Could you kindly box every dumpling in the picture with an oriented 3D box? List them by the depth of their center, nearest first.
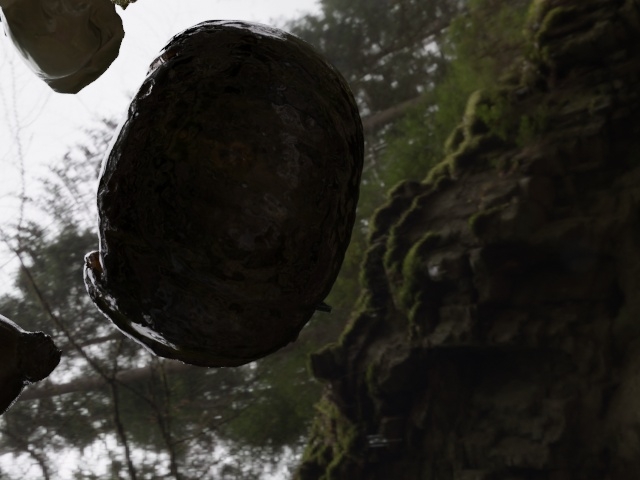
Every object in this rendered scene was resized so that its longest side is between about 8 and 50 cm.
[{"bbox_3d":[-0.418,-0.353,1.375,0.131,0.179,0.252,63,179,38],"label":"dumpling"}]

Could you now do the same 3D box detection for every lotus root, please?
[{"bbox_3d":[-0.350,0.122,0.794,0.209,0.120,0.120,-9,-99,-9],"label":"lotus root"}]

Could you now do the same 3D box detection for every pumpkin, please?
[{"bbox_3d":[-0.035,-0.041,0.396,0.118,0.108,0.184,22,-137,-17],"label":"pumpkin"}]

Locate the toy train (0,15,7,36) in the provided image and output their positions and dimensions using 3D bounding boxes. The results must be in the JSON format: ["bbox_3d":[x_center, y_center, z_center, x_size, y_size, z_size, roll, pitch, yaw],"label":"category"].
[{"bbox_3d":[-0.540,-0.429,1.491,0.105,0.071,0.178,63,-172,-61],"label":"toy train"}]

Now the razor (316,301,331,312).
[{"bbox_3d":[-0.001,-0.001,1.136,0.066,0.033,0.190,10,-82,-10],"label":"razor"}]

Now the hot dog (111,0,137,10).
[{"bbox_3d":[-0.267,-0.359,0.911,0.123,0.093,0.262,-106,3,-50],"label":"hot dog"}]
